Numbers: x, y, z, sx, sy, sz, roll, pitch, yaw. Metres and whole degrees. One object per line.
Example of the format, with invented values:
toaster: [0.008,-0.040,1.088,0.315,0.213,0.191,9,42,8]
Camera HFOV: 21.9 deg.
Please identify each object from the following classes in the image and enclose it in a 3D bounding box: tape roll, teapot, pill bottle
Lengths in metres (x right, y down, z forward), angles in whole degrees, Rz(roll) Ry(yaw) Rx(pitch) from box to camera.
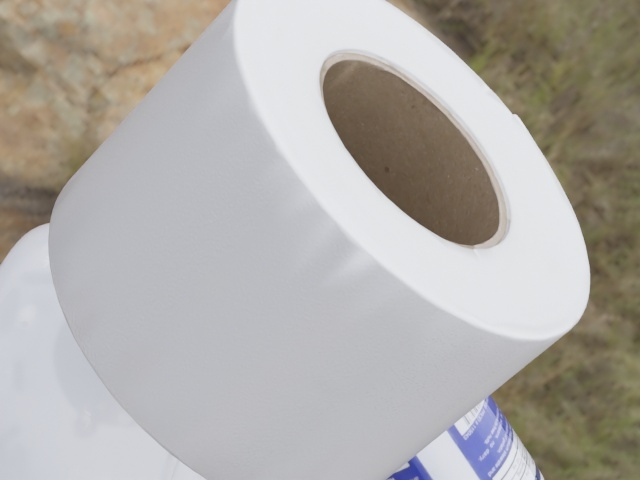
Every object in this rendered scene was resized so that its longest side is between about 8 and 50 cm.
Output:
tape roll: [0.000,0.000,0.886,0.246,0.169,0.246,33,32,-24]
teapot: [-0.129,0.114,1.081,0.187,0.256,0.252,17,21,3]
pill bottle: [0.087,0.164,1.115,0.187,0.112,0.112,56,31,-18]
